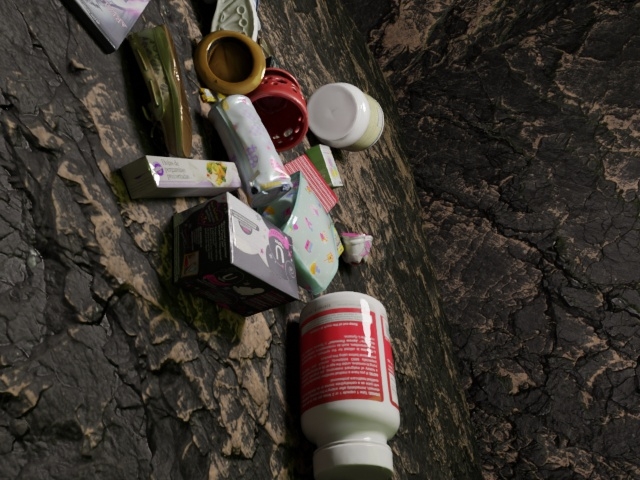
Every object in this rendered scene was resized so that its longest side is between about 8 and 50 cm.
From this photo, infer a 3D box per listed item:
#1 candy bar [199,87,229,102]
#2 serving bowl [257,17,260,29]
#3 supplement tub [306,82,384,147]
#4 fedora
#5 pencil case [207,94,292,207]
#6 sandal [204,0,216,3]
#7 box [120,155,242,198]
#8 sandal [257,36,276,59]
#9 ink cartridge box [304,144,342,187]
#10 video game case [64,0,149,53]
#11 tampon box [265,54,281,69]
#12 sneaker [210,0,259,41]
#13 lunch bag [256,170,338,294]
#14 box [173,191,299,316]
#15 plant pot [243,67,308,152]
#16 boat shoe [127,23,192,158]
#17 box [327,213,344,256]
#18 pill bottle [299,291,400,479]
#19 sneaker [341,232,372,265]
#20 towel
[{"bbox_3d":[-0.263,-0.369,1.424,0.040,0.018,0.161,67,21,0],"label":"candy bar"},{"bbox_3d":[-0.231,-0.725,1.804,0.083,0.027,0.083,52,28,-41],"label":"serving bowl"},{"bbox_3d":[0.094,-0.464,2.087,0.325,0.235,0.235,-12,83,-69],"label":"supplement tub"},{"bbox_3d":[-0.236,-0.448,1.428,0.079,0.194,0.194,126,-49,-70],"label":"fedora"},{"bbox_3d":[-0.172,-0.213,1.324,0.124,0.113,0.273,-10,71,-49],"label":"pencil case"},{"bbox_3d":[-0.336,-0.869,1.573,0.169,0.102,0.416,59,32,-79],"label":"sandal"},{"bbox_3d":[-0.269,-0.127,1.128,0.324,0.067,0.063,-15,85,-68],"label":"box"},{"bbox_3d":[-0.169,-0.556,1.778,0.219,0.060,0.090,60,25,-65],"label":"sandal"},{"bbox_3d":[0.022,-0.228,1.943,0.109,0.062,0.209,-16,87,-70],"label":"ink cartridge box"},{"bbox_3d":[-0.443,-0.521,1.104,0.196,0.026,0.274,53,26,-37],"label":"video game case"},{"bbox_3d":[-0.150,-0.441,1.649,0.161,0.101,0.120,54,27,-39],"label":"tampon box"},{"bbox_3d":[-0.231,-0.625,1.580,0.236,0.130,0.322,-54,143,-86],"label":"sneaker"},{"bbox_3d":[-0.062,-0.010,1.413,0.223,0.160,0.262,57,19,-34],"label":"lunch bag"},{"bbox_3d":[-0.167,0.035,1.129,0.247,0.142,0.163,39,37,-54],"label":"box"},{"bbox_3d":[-0.132,-0.363,1.515,0.191,0.191,0.174,53,19,-38],"label":"plant pot"},{"bbox_3d":[-0.327,-0.300,1.134,0.104,0.089,0.285,99,-22,-78],"label":"boat shoe"},{"bbox_3d":[0.000,0.000,1.710,0.159,0.044,0.233,66,21,-10],"label":"box"},{"bbox_3d":[0.064,0.346,1.305,0.229,0.229,0.407,48,30,-45],"label":"pill bottle"},{"bbox_3d":[0.120,0.034,1.920,0.252,0.103,0.111,8,85,-74],"label":"sneaker"},{"bbox_3d":[-0.038,-0.165,1.723,0.199,0.031,0.275,53,23,-5],"label":"towel"}]
